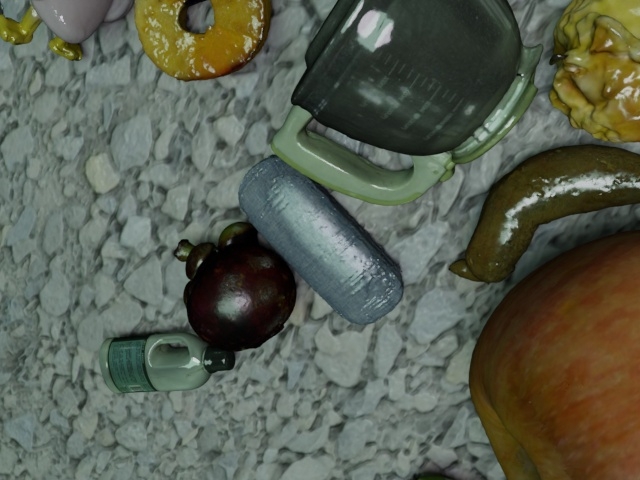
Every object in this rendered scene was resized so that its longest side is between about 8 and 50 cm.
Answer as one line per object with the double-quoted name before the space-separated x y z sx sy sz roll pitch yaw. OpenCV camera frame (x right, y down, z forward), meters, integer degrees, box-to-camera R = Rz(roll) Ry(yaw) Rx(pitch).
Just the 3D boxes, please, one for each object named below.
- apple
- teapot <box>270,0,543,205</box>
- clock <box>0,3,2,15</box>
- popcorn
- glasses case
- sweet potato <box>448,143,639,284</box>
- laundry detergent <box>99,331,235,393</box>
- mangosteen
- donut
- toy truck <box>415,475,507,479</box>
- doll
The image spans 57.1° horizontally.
"apple" 0.353 0.177 0.613 0.347 0.391 0.391 -27 98 1
"teapot" 0.093 -0.165 0.668 0.239 0.239 0.321 33 108 -10
"clock" -0.524 -0.348 0.895 0.085 0.017 0.085 4 107 14
"popcorn" 0.322 -0.187 0.629 0.170 0.180 0.179 -21 101 -9
"glasses case" 0.000 0.000 0.829 0.109 0.067 0.282 -44 89 17
"sweet potato" 0.278 -0.043 0.722 0.310 0.098 0.124 -30 83 29
"laundry detergent" -0.246 0.198 0.956 0.226 0.070 0.099 -7 98 18
"mangosteen" -0.119 0.065 0.836 0.173 0.172 0.183 -18 82 20
"donut" -0.148 -0.298 0.777 0.190 0.074 0.174 -26 99 25
"toy truck" 0.224 0.447 0.869 0.211 0.148 0.186 -2 92 -2
"doll" -0.272 -0.377 0.738 0.365 0.160 0.094 -48 64 26
